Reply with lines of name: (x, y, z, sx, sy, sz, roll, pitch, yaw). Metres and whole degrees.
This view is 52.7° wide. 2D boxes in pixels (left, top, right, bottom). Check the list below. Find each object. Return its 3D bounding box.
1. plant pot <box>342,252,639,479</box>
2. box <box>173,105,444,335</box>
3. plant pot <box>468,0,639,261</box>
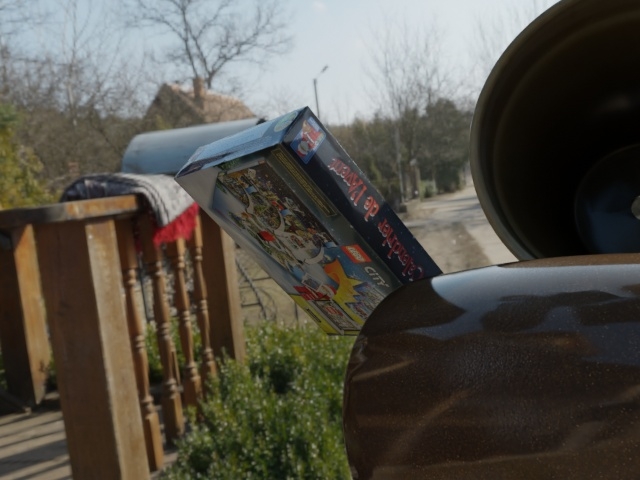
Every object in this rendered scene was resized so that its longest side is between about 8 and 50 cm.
plant pot: (0.165, 0.094, 0.367, 0.215, 0.215, 0.230, -11, -11, -37)
box: (0.000, 0.000, 0.571, 0.159, 0.233, 0.044, -8, 42, 48)
plant pot: (0.350, -0.067, 0.689, 0.323, 0.323, 0.280, -4, -16, 26)
